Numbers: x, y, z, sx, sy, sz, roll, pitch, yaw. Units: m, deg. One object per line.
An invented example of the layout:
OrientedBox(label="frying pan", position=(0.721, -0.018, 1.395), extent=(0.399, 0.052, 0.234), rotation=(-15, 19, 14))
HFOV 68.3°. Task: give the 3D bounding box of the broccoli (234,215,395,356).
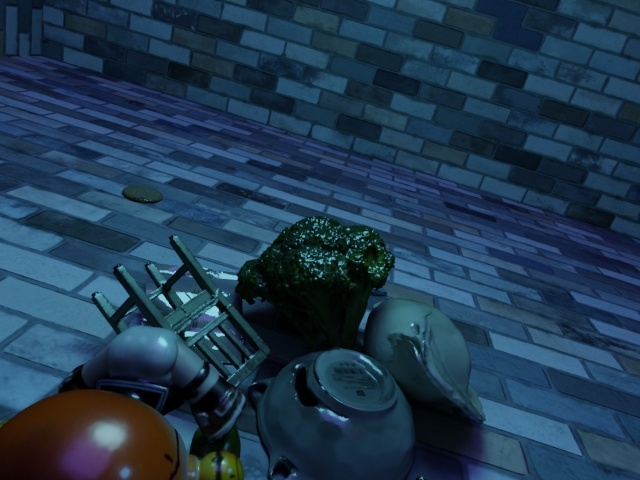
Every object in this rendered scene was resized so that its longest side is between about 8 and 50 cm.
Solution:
OrientedBox(label="broccoli", position=(-0.006, 0.093, 0.953), extent=(0.304, 0.283, 0.321), rotation=(-12, -1, -22))

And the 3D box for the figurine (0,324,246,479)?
OrientedBox(label="figurine", position=(-0.251, 0.245, 0.534), extent=(0.321, 0.195, 0.323), rotation=(4, 27, 5))

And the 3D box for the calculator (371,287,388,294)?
OrientedBox(label="calculator", position=(0.134, 0.106, 1.352), extent=(0.057, 0.018, 0.172), rotation=(8, 23, -23))

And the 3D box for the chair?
OrientedBox(label="chair", position=(-0.240, 0.146, 0.811), extent=(0.270, 0.147, 0.136), rotation=(52, 41, -2))

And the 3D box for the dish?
OrientedBox(label="dish", position=(0.037, 0.271, 0.786), extent=(0.304, 0.120, 0.303), rotation=(15, 23, -7))

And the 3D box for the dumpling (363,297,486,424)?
OrientedBox(label="dumpling", position=(0.208, 0.236, 0.933), extent=(0.260, 0.341, 0.181), rotation=(46, 66, -8))

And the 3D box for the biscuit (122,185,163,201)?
OrientedBox(label="biscuit", position=(-0.547, -0.144, 1.452), extent=(0.120, 0.015, 0.120), rotation=(14, 23, -6))

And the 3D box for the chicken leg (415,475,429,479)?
OrientedBox(label="chicken leg", position=(0.220, 0.418, 0.671), extent=(0.205, 0.053, 0.093), rotation=(35, 6, 23))

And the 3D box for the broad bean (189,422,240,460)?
OrientedBox(label="broad bean", position=(-0.168, 0.290, 0.694), extent=(0.098, 0.055, 0.318), rotation=(-5, 24, -22))

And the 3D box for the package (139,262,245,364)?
OrientedBox(label="package", position=(-0.256, 0.147, 0.957), extent=(0.204, 0.062, 0.250), rotation=(9, 37, -19))
